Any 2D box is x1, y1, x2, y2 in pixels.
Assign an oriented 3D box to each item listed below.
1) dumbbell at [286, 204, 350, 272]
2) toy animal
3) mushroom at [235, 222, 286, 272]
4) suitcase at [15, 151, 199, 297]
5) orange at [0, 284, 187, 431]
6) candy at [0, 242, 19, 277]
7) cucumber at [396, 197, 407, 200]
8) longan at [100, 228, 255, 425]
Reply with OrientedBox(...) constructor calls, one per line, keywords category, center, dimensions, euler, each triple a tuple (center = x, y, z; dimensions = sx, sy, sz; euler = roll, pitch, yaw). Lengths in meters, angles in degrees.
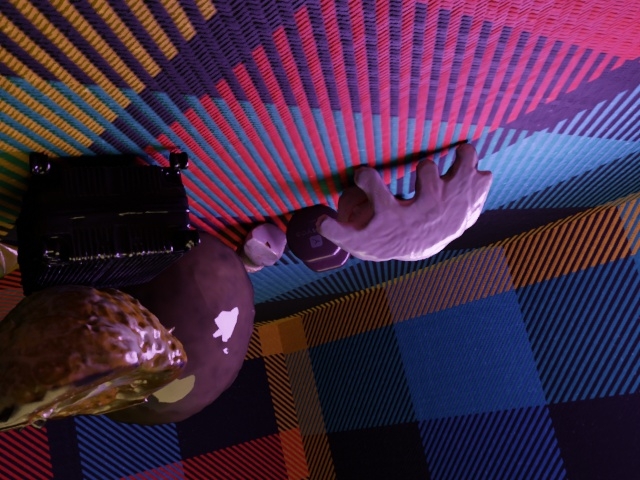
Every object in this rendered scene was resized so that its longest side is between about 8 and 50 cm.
OrientedBox(category="dumbbell", center=(0.000, 0.000, 1.637), dimensions=(0.140, 0.124, 0.225), euler=(-15, 169, 5))
OrientedBox(category="toy animal", center=(0.180, -0.082, 1.403), dimensions=(0.308, 0.266, 0.188), euler=(-57, 180, 4))
OrientedBox(category="mushroom", center=(-0.140, 0.018, 1.654), dimensions=(0.108, 0.096, 0.247), euler=(-36, 180, -18))
OrientedBox(category="suitcase", center=(-0.354, -0.016, 1.096), dimensions=(0.229, 0.152, 0.335), euler=(-4, 169, -29))
OrientedBox(category="orange", center=(-0.385, 0.178, 1.099), dimensions=(0.270, 0.211, 0.368), euler=(-21, 165, 17))
OrientedBox(category="candy", center=(-0.656, 0.050, 1.260), dimensions=(0.187, 0.081, 0.297), euler=(-15, 180, 13))
OrientedBox(category="cucumber", center=(0.190, -0.085, 1.667), dimensions=(0.067, 0.035, 0.107), euler=(-1, 163, -5))
OrientedBox(category="longan", center=(-0.345, 0.187, 1.462), dimensions=(0.435, 0.404, 0.404), euler=(-15, 169, 9))
